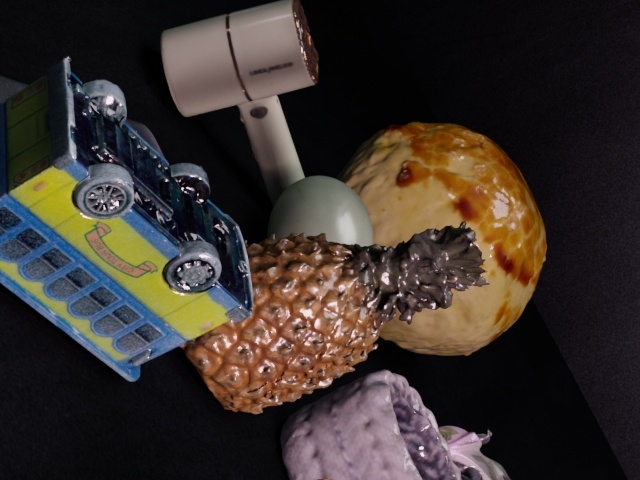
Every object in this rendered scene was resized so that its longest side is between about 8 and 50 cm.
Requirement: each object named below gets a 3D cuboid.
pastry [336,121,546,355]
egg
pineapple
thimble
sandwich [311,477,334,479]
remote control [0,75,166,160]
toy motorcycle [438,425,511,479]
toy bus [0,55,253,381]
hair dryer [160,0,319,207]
[{"bbox_3d":[0.191,-0.013,2.624,0.388,0.313,0.388,51,23,-33],"label":"pastry"},{"bbox_3d":[0.000,0.000,2.336,0.149,0.149,0.192,37,43,-52],"label":"egg"},{"bbox_3d":[0.017,0.064,1.963,0.202,0.362,0.202,-22,90,-84],"label":"pineapple"},{"bbox_3d":[0.071,0.291,2.064,0.217,0.157,0.245,39,28,-48],"label":"thimble"},{"bbox_3d":[-0.086,0.331,1.453,0.288,0.099,0.254,1,48,-29],"label":"sandwich"},{"bbox_3d":[-0.284,-0.118,1.913,0.107,0.044,0.377,60,16,16],"label":"remote control"},{"bbox_3d":[0.226,0.372,2.400,0.327,0.143,0.188,43,24,-62],"label":"toy motorcycle"},{"bbox_3d":[-0.220,-0.013,1.675,0.312,0.190,0.152,44,23,-42],"label":"toy bus"},{"bbox_3d":[-0.080,-0.161,2.373,0.128,0.203,0.362,-93,168,-55],"label":"hair dryer"}]
